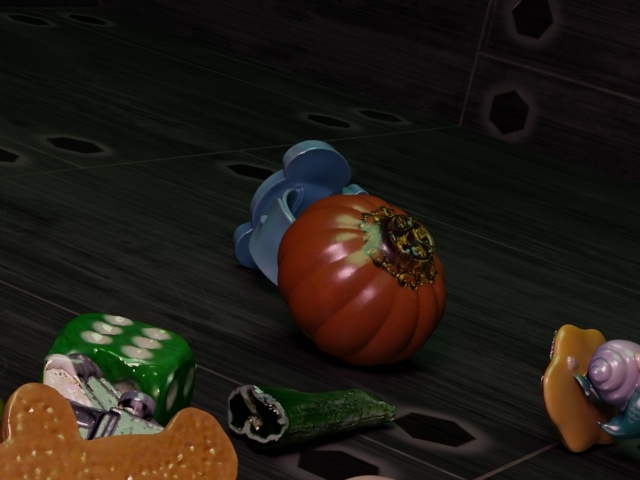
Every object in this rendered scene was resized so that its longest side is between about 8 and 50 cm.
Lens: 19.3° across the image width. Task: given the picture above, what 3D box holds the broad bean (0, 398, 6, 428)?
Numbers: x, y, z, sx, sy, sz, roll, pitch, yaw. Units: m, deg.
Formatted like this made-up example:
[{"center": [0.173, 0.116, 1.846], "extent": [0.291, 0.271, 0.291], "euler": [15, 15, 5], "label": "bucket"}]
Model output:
[{"center": [-0.322, 0.179, 1.751], "extent": [0.070, 0.048, 0.213], "euler": [8, 14, -18], "label": "broad bean"}]

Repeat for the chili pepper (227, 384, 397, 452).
[{"center": [0.007, 0.187, 2.007], "extent": [0.227, 0.059, 0.088], "euler": [4, 21, -47], "label": "chili pepper"}]

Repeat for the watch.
[{"center": [0.000, 0.000, 2.508], "extent": [0.211, 0.211, 0.193], "euler": [4, 37, -31], "label": "watch"}]

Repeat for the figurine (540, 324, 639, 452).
[{"center": [0.399, 0.169, 2.084], "extent": [0.257, 0.208, 0.181], "euler": [-9, -46, 40], "label": "figurine"}]

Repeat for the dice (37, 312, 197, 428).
[{"center": [-0.199, 0.147, 1.837], "extent": [0.131, 0.120, 0.128], "euler": [17, 14, 12], "label": "dice"}]

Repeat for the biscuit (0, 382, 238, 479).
[{"center": [-0.200, 0.219, 1.517], "extent": [0.340, 0.047, 0.216], "euler": [2, 56, -38], "label": "biscuit"}]

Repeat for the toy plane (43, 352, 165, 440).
[{"center": [-0.125, 0.216, 1.676], "extent": [0.316, 0.103, 0.204], "euler": [17, 43, 5], "label": "toy plane"}]

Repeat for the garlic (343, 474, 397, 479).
[{"center": [0.038, 0.264, 1.515], "extent": [0.178, 0.142, 0.229], "euler": [24, 20, 7], "label": "garlic"}]

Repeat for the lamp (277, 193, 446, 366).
[{"center": [0.051, 0.046, 2.281], "extent": [0.223, 0.196, 0.223], "euler": [28, 40, -26], "label": "lamp"}]
